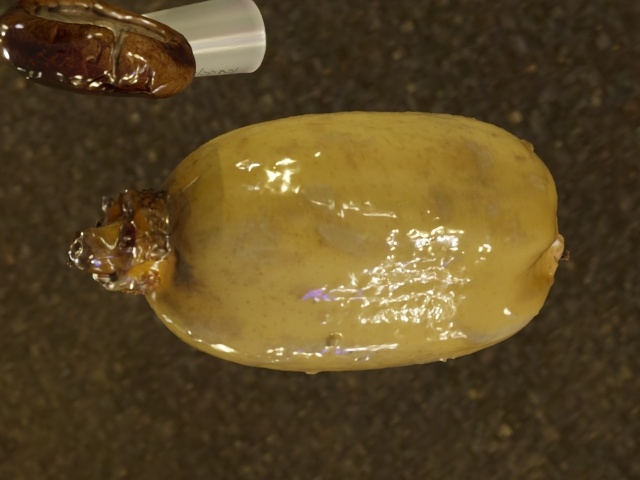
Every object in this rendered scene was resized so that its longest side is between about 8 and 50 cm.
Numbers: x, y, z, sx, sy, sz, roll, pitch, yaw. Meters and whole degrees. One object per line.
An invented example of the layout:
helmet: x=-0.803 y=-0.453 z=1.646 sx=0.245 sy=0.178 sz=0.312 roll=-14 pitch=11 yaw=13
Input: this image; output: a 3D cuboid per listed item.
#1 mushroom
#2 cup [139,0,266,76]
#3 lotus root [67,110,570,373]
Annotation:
mushroom: x=-0.135 y=-0.114 z=1.143 sx=0.123 sy=0.123 sz=0.052 roll=23 pitch=110 yaw=30
cup: x=-0.120 y=-0.183 z=1.795 sx=0.104 sy=0.116 sz=0.074 roll=-33 pitch=73 yaw=57
lotus root: x=0.000 y=0.000 z=1.237 sx=0.151 sy=0.342 sz=0.169 roll=-123 pitch=36 yaw=-55
